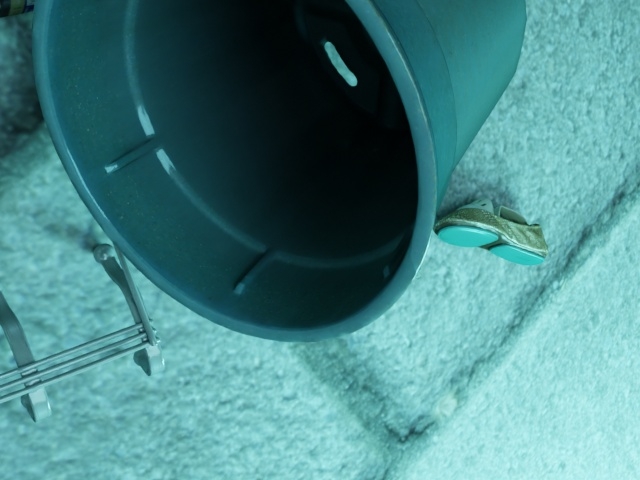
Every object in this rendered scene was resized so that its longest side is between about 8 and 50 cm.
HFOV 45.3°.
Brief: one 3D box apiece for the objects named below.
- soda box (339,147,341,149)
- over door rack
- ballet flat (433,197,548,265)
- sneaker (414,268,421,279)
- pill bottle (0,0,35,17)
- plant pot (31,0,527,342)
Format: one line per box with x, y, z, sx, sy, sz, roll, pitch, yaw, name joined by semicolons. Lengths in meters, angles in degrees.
0.000;0.000;0.871;0.067;0.071;0.210;15;94;-34;soda box
-0.294;0.001;0.668;0.240;0.108;0.324;-20;99;-30;over door rack
0.227;-0.018;1.031;0.206;0.073;0.067;18;65;-38;ballet flat
0.065;0.024;0.941;0.135;0.052;0.058;-8;97;-39;sneaker
-0.191;-0.268;0.644;0.219;0.123;0.122;-22;114;-28;pill bottle
0.005;-0.145;0.659;0.334;0.341;0.341;-44;125;-46;plant pot
